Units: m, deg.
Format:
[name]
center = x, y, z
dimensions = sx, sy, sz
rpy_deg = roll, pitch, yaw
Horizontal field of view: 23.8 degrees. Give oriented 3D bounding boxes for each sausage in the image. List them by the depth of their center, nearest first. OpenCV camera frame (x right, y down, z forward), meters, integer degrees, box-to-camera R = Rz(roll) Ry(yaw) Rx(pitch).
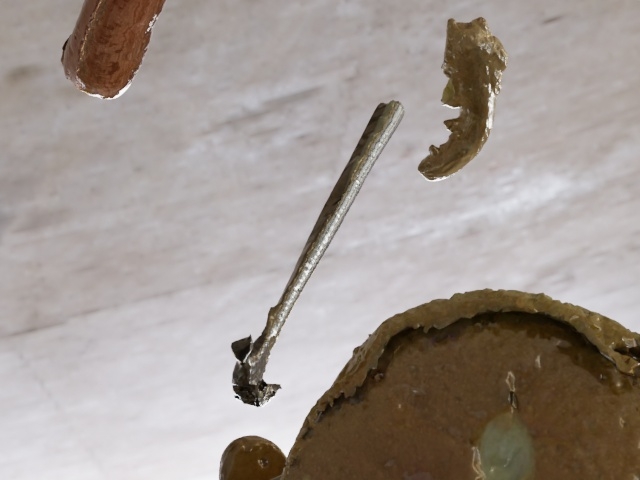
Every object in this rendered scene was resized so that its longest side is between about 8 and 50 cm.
[sausage]
center = -0.188, -0.307, 1.628
dimensions = 0.094, 0.094, 0.419
rpy_deg = -20, 156, -36

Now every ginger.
[ginger]
center = 0.148, -0.142, 1.555
dimensions = 0.069, 0.173, 0.051
rpy_deg = 8, -173, -11

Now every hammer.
[hammer]
center = 0.001, 0.000, 1.203
dimensions = 0.027, 0.297, 0.125
rpy_deg = 20, 151, 12

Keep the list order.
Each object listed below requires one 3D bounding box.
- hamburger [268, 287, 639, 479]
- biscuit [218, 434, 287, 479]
[hamburger]
center = 0.114, 0.178, 0.965
dimensions = 0.318, 0.277, 0.195
rpy_deg = -30, 159, 9
[biscuit]
center = -0.050, 0.258, 1.252
dimensions = 0.301, 0.197, 0.049
rpy_deg = -20, -172, -11
